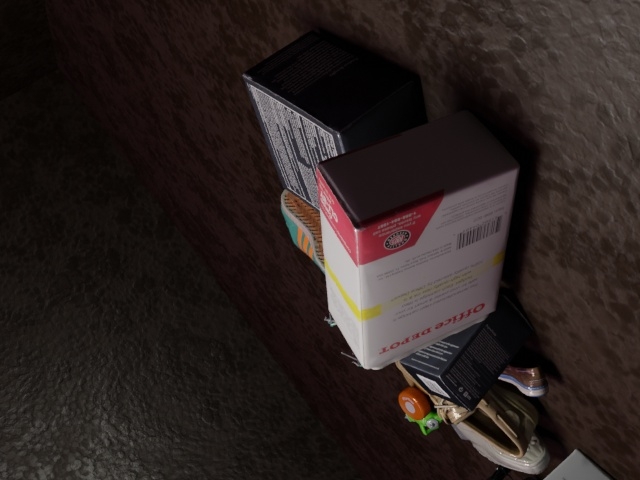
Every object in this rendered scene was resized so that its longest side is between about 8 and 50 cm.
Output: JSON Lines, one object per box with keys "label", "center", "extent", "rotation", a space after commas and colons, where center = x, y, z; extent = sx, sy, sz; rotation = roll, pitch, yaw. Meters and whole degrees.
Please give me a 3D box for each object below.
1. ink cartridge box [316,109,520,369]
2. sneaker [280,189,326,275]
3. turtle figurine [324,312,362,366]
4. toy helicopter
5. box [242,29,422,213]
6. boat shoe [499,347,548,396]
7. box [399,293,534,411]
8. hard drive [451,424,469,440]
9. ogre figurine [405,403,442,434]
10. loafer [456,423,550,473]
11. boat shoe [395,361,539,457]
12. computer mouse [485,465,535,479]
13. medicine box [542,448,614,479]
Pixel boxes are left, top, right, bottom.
{"label": "ink cartridge box", "center": [0.155, 0.010, 1.365], "extent": [0.385, 0.279, 0.160], "rotation": [85, 158, -49]}
{"label": "sneaker", "center": [0.000, 0.000, 2.082], "extent": [0.302, 0.108, 0.121], "rotation": [56, 164, 20]}
{"label": "turtle figurine", "center": [0.111, 0.270, 2.255], "extent": [0.175, 0.118, 0.234], "rotation": [59, -177, 35]}
{"label": "toy helicopter", "center": [0.313, 0.308, 1.876], "extent": [0.355, 0.140, 0.235], "rotation": [6, 121, 52]}
{"label": "box", "center": [0.042, -0.186, 1.520], "extent": [0.294, 0.183, 0.296], "rotation": [39, 158, 41]}
{"label": "boat shoe", "center": [0.393, 0.247, 1.630], "extent": [0.183, 0.066, 0.066], "rotation": [-154, 53, -64]}
{"label": "box", "center": [0.279, 0.203, 1.571], "extent": [0.108, 0.207, 0.153], "rotation": [47, 166, -20]}
{"label": "hard drive", "center": [0.377, 0.478, 2.117], "extent": [0.094, 0.022, 0.135], "rotation": [55, 162, -2]}
{"label": "ogre figurine", "center": [0.292, 0.430, 2.091], "extent": [0.197, 0.118, 0.097], "rotation": [24, 145, 55]}
{"label": "loafer", "center": [0.421, 0.458, 1.860], "extent": [0.111, 0.112, 0.319], "rotation": [55, 170, -18]}
{"label": "boat shoe", "center": [0.295, 0.324, 1.693], "extent": [0.341, 0.110, 0.121], "rotation": [30, 143, 1]}
{"label": "computer mouse", "center": [0.489, 0.628, 1.895], "extent": [0.262, 0.184, 0.060], "rotation": [55, 136, 5]}
{"label": "medicine box", "center": [0.495, 0.627, 1.712], "extent": [0.149, 0.263, 0.289], "rotation": [40, 157, 37]}
